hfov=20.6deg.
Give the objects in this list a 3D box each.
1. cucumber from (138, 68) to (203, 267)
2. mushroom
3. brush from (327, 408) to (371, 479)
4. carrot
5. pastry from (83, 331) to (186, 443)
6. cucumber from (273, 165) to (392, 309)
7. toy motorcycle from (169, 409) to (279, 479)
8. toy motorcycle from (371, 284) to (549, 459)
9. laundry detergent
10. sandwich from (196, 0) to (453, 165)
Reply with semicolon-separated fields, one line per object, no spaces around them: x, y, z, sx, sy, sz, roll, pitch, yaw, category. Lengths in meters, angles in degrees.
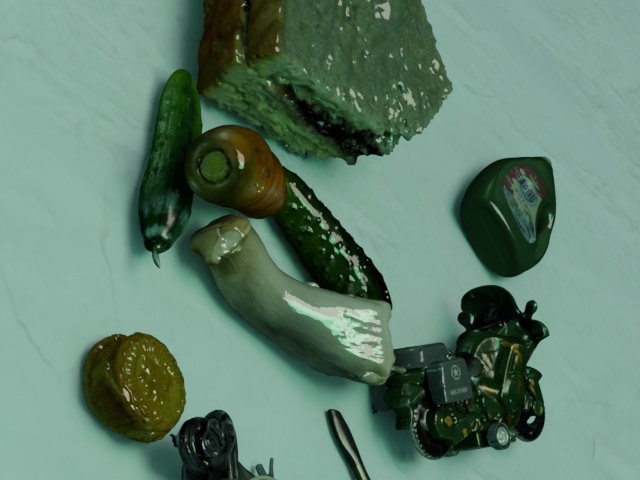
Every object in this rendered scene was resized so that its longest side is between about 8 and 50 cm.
-0.149;-0.069;1.767;0.056;0.056;0.250;35;45;-33;cucumber
-0.022;0.067;1.809;0.278;0.096;0.099;34;38;-24;mushroom
0.050;0.265;1.845;0.063;0.016;0.193;-16;83;-53;brush
-0.080;-0.070;1.768;0.193;0.087;0.087;12;58;-78;carrot
-0.170;0.134;1.624;0.097;0.057;0.109;16;60;-47;pastry
0.000;0.000;1.898;0.227;0.069;0.069;53;39;-9;cucumber
-0.079;0.288;1.626;0.157;0.091;0.263;27;52;-49;toy motorcycle
0.167;0.146;1.969;0.275;0.125;0.187;-4;83;-51;toy motorcycle
0.253;-0.045;2.223;0.137;0.063;0.211;59;36;-10;laundry detergent
0.012;-0.230;1.960;0.325;0.131;0.262;30;54;-43;sandwich
